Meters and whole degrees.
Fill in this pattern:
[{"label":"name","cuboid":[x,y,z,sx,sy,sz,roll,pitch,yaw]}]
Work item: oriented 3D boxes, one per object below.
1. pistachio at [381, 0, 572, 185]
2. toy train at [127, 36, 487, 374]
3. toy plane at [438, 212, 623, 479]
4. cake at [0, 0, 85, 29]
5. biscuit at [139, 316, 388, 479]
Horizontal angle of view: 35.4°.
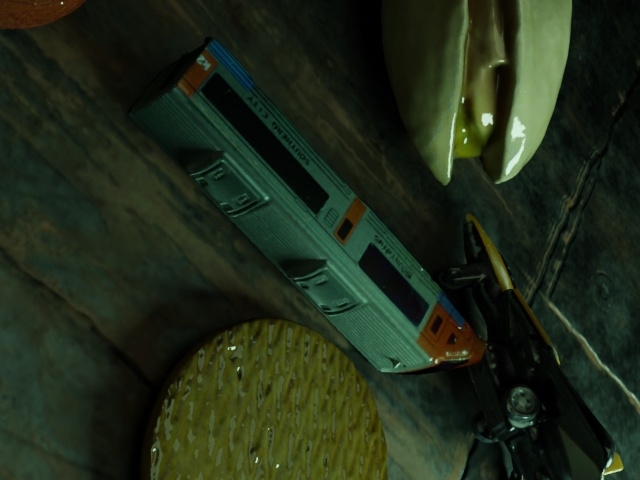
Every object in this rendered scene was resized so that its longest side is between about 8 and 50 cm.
[{"label":"pistachio","cuboid":[0.158,-0.213,1.046,0.194,0.214,0.317,4,84,4]},{"label":"toy train","cuboid":[0.000,0.000,0.910,0.409,0.086,0.089,48,54,-22]},{"label":"toy plane","cuboid":[0.190,0.115,1.031,0.103,0.204,0.316,-16,69,-23]},{"label":"cake","cuboid":[-0.260,-0.256,0.708,0.283,0.151,0.176,17,70,-36]},{"label":"biscuit","cuboid":[-0.043,0.196,0.854,0.262,0.037,0.261,12,72,-39]}]
